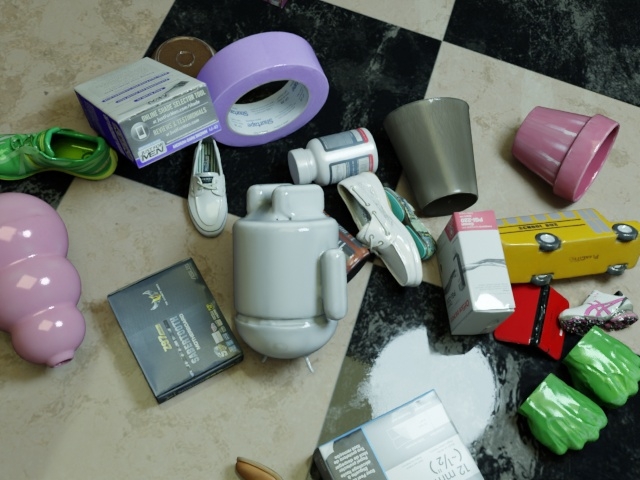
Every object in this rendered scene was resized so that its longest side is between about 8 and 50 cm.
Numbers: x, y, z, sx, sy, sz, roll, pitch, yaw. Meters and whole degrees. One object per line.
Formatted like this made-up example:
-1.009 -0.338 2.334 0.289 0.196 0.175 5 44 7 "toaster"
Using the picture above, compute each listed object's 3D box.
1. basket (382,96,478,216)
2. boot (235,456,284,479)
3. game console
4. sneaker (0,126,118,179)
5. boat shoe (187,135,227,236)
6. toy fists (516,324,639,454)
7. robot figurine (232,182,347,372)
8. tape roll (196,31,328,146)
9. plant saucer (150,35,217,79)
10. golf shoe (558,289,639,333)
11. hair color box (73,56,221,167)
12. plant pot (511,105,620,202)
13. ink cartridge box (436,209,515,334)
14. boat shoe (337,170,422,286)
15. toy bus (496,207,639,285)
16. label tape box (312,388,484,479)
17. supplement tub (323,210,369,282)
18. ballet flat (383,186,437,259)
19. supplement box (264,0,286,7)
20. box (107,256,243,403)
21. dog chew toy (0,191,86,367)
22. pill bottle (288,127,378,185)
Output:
0.262 -0.180 1.560 0.204 0.154 0.227 -8 70 -10 "basket"
-0.104 0.489 1.232 0.197 0.073 0.152 34 69 11 "boot"
0.452 0.170 1.492 0.124 0.085 0.144 34 61 -26 "game console"
-0.577 -0.194 1.457 0.296 0.123 0.109 -1 65 -8 "sneaker"
-0.246 -0.121 1.496 0.083 0.076 0.226 -7 66 -11 "boat shoe"
0.525 0.305 1.396 0.279 0.096 0.142 -39 66 -21 "toy fists"
-0.064 0.070 1.324 0.200 0.300 0.353 -6 99 -41 "robot figurine"
-0.125 -0.315 1.494 0.275 0.275 0.090 -18 68 -16 "tape roll"
-0.319 -0.422 1.655 0.168 0.029 0.168 3 65 -7 "plant saucer"
0.581 0.150 1.493 0.186 0.067 0.086 -2 57 -20 "golf shoe"
-0.363 -0.272 1.438 0.185 0.110 0.339 -29 33 -19 "hair color box"
0.548 -0.212 1.600 0.180 0.201 0.201 31 64 24 "plant pot"
0.312 0.069 1.439 0.092 0.158 0.218 -4 65 -9 "ink cartridge box"
0.117 -0.015 1.476 0.096 0.098 0.277 -17 68 -28 "boat shoe"
0.518 0.010 1.507 0.333 0.108 0.130 -7 35 -11 "toy bus"
0.174 0.480 1.251 0.249 0.115 0.347 -22 68 -17 "label tape box"
0.000 0.000 1.457 0.198 0.106 0.106 43 67 12 "supplement tub"
0.192 -0.039 1.535 0.070 0.070 0.188 -24 72 -18 "ballet flat"
-0.124 -0.632 1.767 0.083 0.055 0.043 24 64 3 "supplement box"
-0.282 0.171 1.362 0.183 0.059 0.232 -25 70 -17 "box"
-0.543 0.079 1.301 0.207 0.206 0.332 -25 79 -18 "dog chew toy"
0.025 -0.179 1.544 0.180 0.108 0.108 -15 68 -15 "pill bottle"
